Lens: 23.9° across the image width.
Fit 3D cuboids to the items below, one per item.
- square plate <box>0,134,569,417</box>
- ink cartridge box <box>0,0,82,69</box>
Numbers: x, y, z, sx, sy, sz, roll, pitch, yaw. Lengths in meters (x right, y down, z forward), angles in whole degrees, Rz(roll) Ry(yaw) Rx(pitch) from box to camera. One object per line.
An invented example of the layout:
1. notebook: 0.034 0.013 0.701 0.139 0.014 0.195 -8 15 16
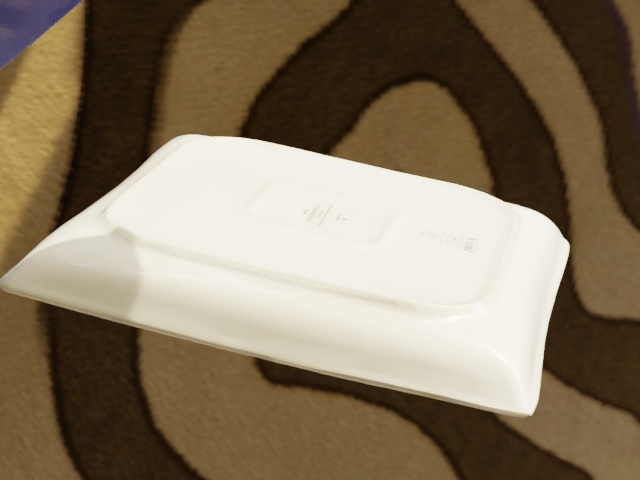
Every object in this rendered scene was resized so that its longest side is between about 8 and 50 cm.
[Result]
1. square plate: 0.000 0.000 1.071 0.344 0.347 0.049 12 110 9
2. ink cartridge box: -0.297 -0.164 0.816 0.307 0.303 0.072 33 55 -25
